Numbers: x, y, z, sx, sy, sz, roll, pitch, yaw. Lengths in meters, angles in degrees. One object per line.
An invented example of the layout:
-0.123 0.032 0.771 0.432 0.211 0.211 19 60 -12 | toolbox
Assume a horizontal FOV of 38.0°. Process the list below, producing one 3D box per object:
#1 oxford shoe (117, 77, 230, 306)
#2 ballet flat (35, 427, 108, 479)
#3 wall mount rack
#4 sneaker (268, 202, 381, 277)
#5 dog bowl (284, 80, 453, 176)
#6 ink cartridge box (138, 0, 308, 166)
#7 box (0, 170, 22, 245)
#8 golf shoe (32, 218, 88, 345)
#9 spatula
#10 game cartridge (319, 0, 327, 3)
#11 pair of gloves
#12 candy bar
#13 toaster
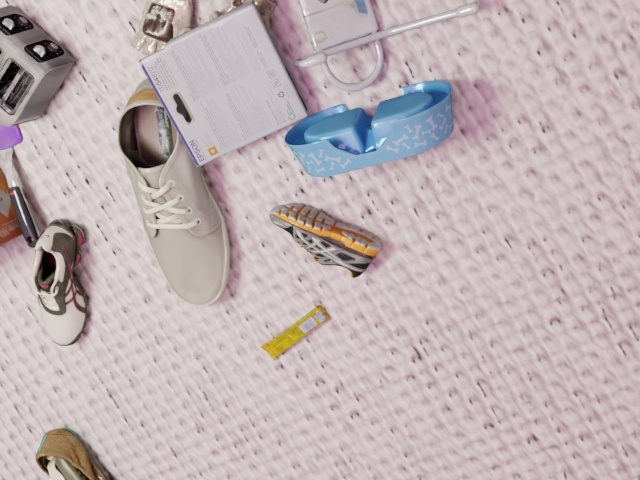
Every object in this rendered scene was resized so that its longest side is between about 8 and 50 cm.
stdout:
-0.279 -0.078 1.725 0.169 0.130 0.449 -5 108 15 | oxford shoe
-0.494 0.558 1.996 0.116 0.124 0.342 -33 97 23 | ballet flat
0.073 -0.428 1.515 0.304 0.130 0.350 -20 104 -6 | wall mount rack
0.000 0.000 1.699 0.214 0.084 0.083 25 117 5 | sneaker
0.088 -0.185 1.574 0.297 0.166 0.074 -14 115 19 | dog bowl
-0.167 -0.271 1.624 0.224 0.045 0.223 -24 114 6 | ink cartridge box
-0.755 -0.114 1.795 0.168 0.215 0.345 -22 101 20 | box
-0.536 0.097 1.859 0.105 0.120 0.273 7 111 12 | golf shoe
-0.611 -0.128 1.838 0.084 0.030 0.297 -14 92 20 | spatula
0.025 -0.565 1.418 0.230 0.068 0.355 38 83 2 | game cartridge
-0.206 -0.381 1.649 0.240 0.042 0.204 29 113 4 | pair of gloves
-0.048 0.179 1.805 0.161 0.018 0.040 -38 98 23 | candy bar
-0.581 -0.319 1.736 0.168 0.110 0.186 41 114 0 | toaster
